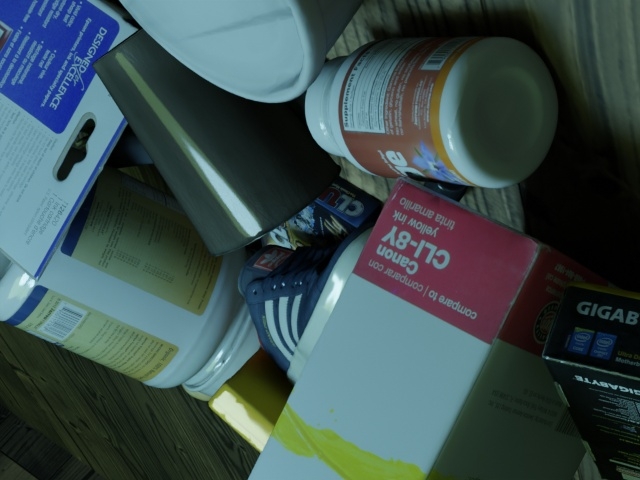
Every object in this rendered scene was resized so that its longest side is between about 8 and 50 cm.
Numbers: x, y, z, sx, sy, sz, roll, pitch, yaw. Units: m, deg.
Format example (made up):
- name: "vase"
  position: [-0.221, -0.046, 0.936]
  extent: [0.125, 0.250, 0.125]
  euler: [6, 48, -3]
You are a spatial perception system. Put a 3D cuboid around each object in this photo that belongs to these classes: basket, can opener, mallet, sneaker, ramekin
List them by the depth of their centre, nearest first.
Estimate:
- name: "ramekin"
  position: [-0.074, -0.256, 1.232]
  extent: [0.273, 0.127, 0.273]
  euler: [35, 156, 18]
- name: "mallet"
  position: [0.066, -0.099, 1.412]
  extent: [0.189, 0.039, 0.062]
  euler: [42, 161, 15]
- name: "basket"
  position: [-0.111, -0.120, 1.471]
  extent: [0.227, 0.154, 0.204]
  euler: [54, 161, -10]
- name: "sneaker"
  position: [-0.015, 0.049, 1.576]
  extent: [0.148, 0.131, 0.350]
  euler: [48, 154, 12]
- name: "can opener"
  position: [-0.254, -0.140, 1.809]
  extent: [0.095, 0.076, 0.283]
  euler: [51, 155, -21]

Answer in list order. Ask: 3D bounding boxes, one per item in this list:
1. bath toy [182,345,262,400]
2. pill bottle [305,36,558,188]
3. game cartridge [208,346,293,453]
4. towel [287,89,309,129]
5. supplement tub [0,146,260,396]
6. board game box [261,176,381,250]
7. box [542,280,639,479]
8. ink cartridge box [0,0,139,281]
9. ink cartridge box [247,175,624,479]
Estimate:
- name: "bath toy"
  position: [-0.209, 0.147, 2.201]
  extent: [0.348, 0.129, 0.151]
  euler: [12, 98, 48]
- name: "pill bottle"
  position: [0.085, -0.110, 1.238]
  extent: [0.216, 0.121, 0.121]
  euler: [10, 141, 54]
- name: "game cartridge"
  position: [0.032, 0.225, 1.757]
  extent: [0.285, 0.053, 0.323]
  euler: [41, -158, 4]
- name: "towel"
  position: [-0.025, -0.139, 1.508]
  extent: [0.113, 0.023, 0.152]
  euler: [47, 160, -6]
- name: "supplement tub"
  position: [-0.233, 0.046, 1.816]
  extent: [0.316, 0.228, 0.228]
  euler: [27, 164, -22]
- name: "board game box"
  position: [0.000, 0.000, 1.679]
  extent: [0.165, 0.042, 0.243]
  euler: [32, 155, 24]
- name: "box"
  position: [0.358, 0.150, 1.166]
  extent: [0.322, 0.079, 0.257]
  euler: [11, 156, 29]
- name: "ink cartridge box"
  position: [-0.342, -0.161, 1.661]
  extent: [0.307, 0.304, 0.072]
  euler: [36, -167, 17]
- name: "ink cartridge box"
  position: [0.100, 0.175, 1.276]
  extent: [0.160, 0.385, 0.279]
  euler: [27, -179, 33]
